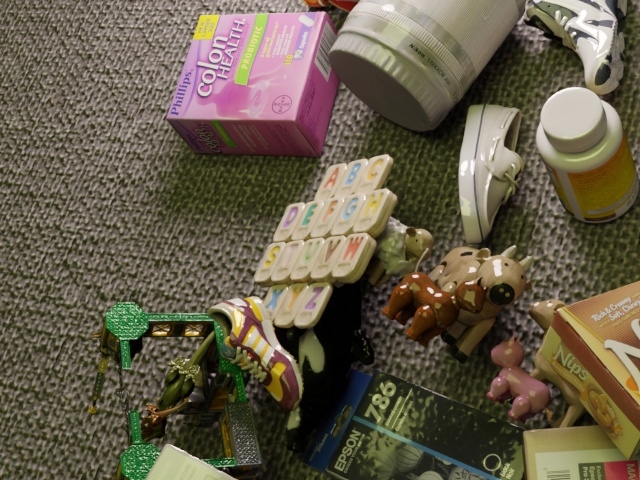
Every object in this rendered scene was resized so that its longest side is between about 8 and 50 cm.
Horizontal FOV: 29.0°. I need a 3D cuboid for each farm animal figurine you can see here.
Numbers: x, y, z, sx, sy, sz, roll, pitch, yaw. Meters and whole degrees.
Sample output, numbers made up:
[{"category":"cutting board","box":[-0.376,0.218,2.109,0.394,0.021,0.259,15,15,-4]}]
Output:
[{"category":"farm animal figurine","box":[0.232,0.091,1.658,0.172,0.330,0.327,-51,26,5]}]

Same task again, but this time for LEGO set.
[{"category":"LEGO set","box":[-0.207,0.255,1.764,0.255,0.192,0.331,-7,58,-23]}]

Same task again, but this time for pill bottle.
[{"category":"pill bottle","box":[0.369,-0.120,1.719,0.117,0.215,0.117,-10,60,18]}]

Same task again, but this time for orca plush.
[{"category":"orca plush","box":[0.021,0.165,1.757,0.102,0.151,0.287,9,69,28]}]

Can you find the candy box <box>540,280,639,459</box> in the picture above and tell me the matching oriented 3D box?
[{"category":"candy box","box":[0.455,0.131,1.527,0.316,0.087,0.183,-16,49,-25]}]

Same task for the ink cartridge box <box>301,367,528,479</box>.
[{"category":"ink cartridge box","box":[0.131,0.288,1.694,0.333,0.065,0.165,18,72,32]}]

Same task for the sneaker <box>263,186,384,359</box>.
[{"category":"sneaker","box":[-0.018,0.045,1.887,0.319,0.112,0.131,-54,34,-10]}]

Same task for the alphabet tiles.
[{"category":"alphabet tiles","box":[0.000,0.000,1.759,0.284,0.021,0.278,-6,53,59]}]

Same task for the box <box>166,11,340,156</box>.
[{"category":"box","box":[-0.103,-0.262,2.069,0.243,0.117,0.213,3,65,26]}]

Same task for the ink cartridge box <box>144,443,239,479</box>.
[{"category":"ink cartridge box","box":[-0.100,0.484,1.576,0.385,0.091,0.308,27,76,6]}]

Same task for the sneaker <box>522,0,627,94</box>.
[{"category":"sneaker","box":[0.384,-0.316,1.898,0.153,0.094,0.235,-3,62,24]}]

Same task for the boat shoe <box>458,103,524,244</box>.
[{"category":"boat shoe","box":[0.256,-0.102,1.824,0.088,0.096,0.267,-2,42,16]}]

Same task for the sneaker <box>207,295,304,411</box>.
[{"category":"sneaker","box":[-0.093,0.162,1.704,0.084,0.069,0.185,-8,53,-34]}]

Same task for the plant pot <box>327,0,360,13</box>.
[{"category":"plant pot","box":[0.081,-0.476,2.070,0.191,0.191,0.174,21,82,32]}]

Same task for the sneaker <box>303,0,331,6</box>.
[{"category":"sneaker","box":[0.013,-0.490,2.180,0.067,0.064,0.175,9,64,39]}]

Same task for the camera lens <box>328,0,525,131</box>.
[{"category":"camera lens","box":[0.169,-0.336,1.926,0.219,0.219,0.274,30,78,34]}]

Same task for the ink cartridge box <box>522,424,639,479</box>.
[{"category":"ink cartridge box","box":[0.352,0.348,1.511,0.193,0.088,0.234,-6,65,8]}]
